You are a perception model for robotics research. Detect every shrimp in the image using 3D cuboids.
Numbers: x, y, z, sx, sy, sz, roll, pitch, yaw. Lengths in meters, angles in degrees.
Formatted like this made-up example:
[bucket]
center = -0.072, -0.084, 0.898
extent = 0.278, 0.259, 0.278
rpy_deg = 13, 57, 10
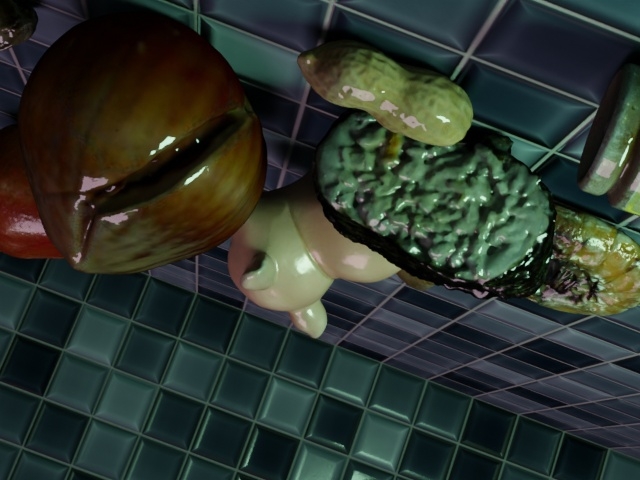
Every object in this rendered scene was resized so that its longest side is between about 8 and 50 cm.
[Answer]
[shrimp]
center = 0.324, 0.022, 1.558
extent = 0.365, 0.071, 0.233
rpy_deg = 21, 142, 3

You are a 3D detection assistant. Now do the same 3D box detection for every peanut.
[peanut]
center = 0.079, -0.182, 1.237
extent = 0.228, 0.085, 0.104
rpy_deg = 23, 169, -6

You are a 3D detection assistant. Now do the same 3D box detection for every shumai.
[shumai]
center = -0.473, -0.332, 1.454
extent = 0.124, 0.099, 0.087
rpy_deg = -5, 139, 7

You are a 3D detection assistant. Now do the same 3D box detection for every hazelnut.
[hazelnut]
center = -0.246, -0.124, 1.442
extent = 0.359, 0.359, 0.409
rpy_deg = 19, 175, 7

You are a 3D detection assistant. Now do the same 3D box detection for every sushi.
[sushi]
center = 0.154, -0.052, 1.387
extent = 0.350, 0.210, 0.171
rpy_deg = 22, 171, 18

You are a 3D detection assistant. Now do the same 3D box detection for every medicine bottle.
[medicine bottle]
center = 0.439, -0.066, 1.034
extent = 0.323, 0.151, 0.151
rpy_deg = 19, 166, 4

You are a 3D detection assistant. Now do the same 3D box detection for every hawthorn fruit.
[hawthorn fruit]
center = -0.576, -0.095, 2.100
extent = 0.311, 0.295, 0.295
rpy_deg = 9, 162, 42

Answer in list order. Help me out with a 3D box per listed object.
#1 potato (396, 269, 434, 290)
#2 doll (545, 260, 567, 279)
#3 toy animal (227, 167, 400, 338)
[potato]
center = 0.173, 0.027, 1.847
extent = 0.120, 0.100, 0.261
rpy_deg = 24, 165, -16
[doll]
center = 0.371, 0.035, 1.648
extent = 0.207, 0.081, 0.129
rpy_deg = 11, 167, 26
[toy animal]
center = 0.000, 0.000, 1.650
extent = 0.326, 0.269, 0.237
rpy_deg = 7, 156, 32
